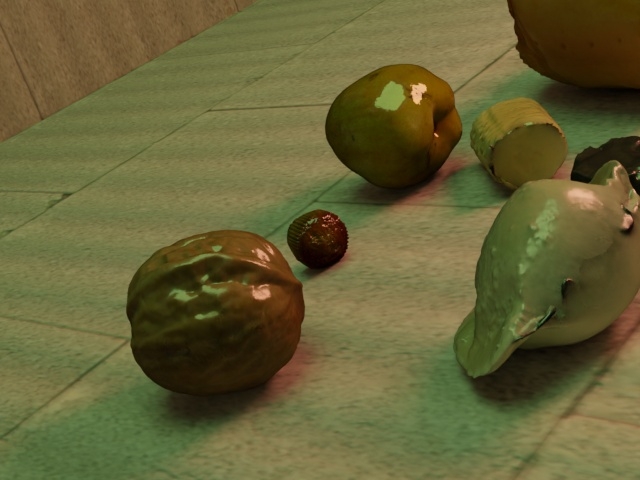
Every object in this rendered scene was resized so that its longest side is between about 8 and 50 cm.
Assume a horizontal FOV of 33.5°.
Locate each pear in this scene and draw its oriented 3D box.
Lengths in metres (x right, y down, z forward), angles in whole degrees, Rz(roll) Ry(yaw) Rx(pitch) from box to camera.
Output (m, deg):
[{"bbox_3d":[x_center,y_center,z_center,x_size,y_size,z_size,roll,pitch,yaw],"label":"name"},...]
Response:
[{"bbox_3d":[0.110,-0.174,1.615,0.200,0.200,0.200,-16,23,7],"label":"pear"}]

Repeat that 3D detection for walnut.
[{"bbox_3d":[-0.120,0.082,1.234,0.213,0.213,0.213,-16,23,7],"label":"walnut"}]

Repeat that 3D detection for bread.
[{"bbox_3d":[0.507,-0.370,1.682,0.361,0.250,0.394,-30,21,-28],"label":"bread"},{"bbox_3d":[0.000,0.000,1.455,0.085,0.085,0.053,-30,30,-23],"label":"bread"}]

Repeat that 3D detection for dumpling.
[{"bbox_3d":[0.225,0.033,1.135,0.243,0.175,0.227,-14,-11,-27],"label":"dumpling"}]

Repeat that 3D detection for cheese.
[{"bbox_3d":[0.284,-0.141,1.532,0.123,0.094,0.167,-27,18,8],"label":"cheese"}]

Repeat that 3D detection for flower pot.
[{"bbox_3d":[0.365,-0.057,1.263,0.157,0.107,0.157,-16,25,8],"label":"flower pot"}]
